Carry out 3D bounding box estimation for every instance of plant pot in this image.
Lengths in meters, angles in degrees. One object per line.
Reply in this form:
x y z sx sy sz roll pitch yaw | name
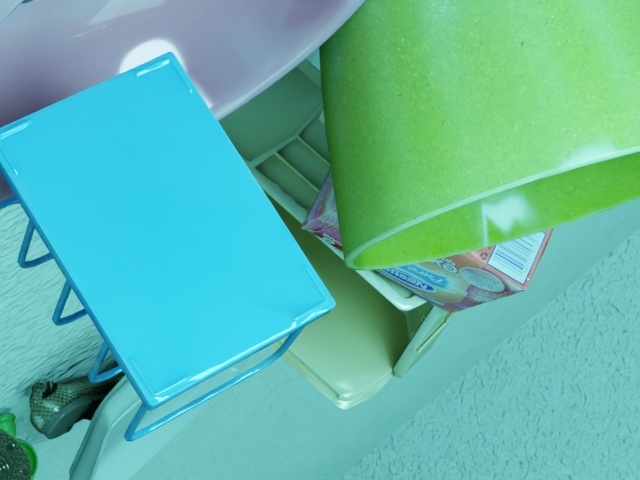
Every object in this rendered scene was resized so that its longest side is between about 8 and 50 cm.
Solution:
0.108 -0.161 1.190 0.275 0.293 0.275 -16 172 -2 | plant pot

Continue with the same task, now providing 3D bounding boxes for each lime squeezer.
-0.349 0.244 1.971 0.059 0.110 0.310 -18 134 -1 | lime squeezer

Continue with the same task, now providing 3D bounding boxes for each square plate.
-0.172 0.169 2.078 0.344 0.049 0.347 -42 170 -33 | square plate

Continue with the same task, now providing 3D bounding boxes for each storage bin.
0.000 0.000 1.590 0.123 0.260 0.262 -44 171 -25 | storage bin

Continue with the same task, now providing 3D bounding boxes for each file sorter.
-0.096 0.009 0.987 0.118 0.170 0.104 -28 167 -24 | file sorter

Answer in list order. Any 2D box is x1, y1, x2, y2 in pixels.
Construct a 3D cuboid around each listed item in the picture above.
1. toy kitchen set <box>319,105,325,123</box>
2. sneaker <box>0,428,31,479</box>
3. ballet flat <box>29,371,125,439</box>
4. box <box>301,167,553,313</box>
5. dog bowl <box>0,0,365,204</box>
0.014 -0.213 1.346 0.122 0.166 0.207 -47 -162 44 | toy kitchen set
-0.382 0.221 1.823 0.071 0.066 0.188 -21 150 33 | sneaker
-0.265 0.175 2.027 0.084 0.058 0.250 -52 167 15 | ballet flat
0.126 -0.112 1.408 0.300 0.154 0.142 -65 -165 -18 | box
-0.112 -0.175 0.996 0.408 0.150 0.408 -33 167 -9 | dog bowl
